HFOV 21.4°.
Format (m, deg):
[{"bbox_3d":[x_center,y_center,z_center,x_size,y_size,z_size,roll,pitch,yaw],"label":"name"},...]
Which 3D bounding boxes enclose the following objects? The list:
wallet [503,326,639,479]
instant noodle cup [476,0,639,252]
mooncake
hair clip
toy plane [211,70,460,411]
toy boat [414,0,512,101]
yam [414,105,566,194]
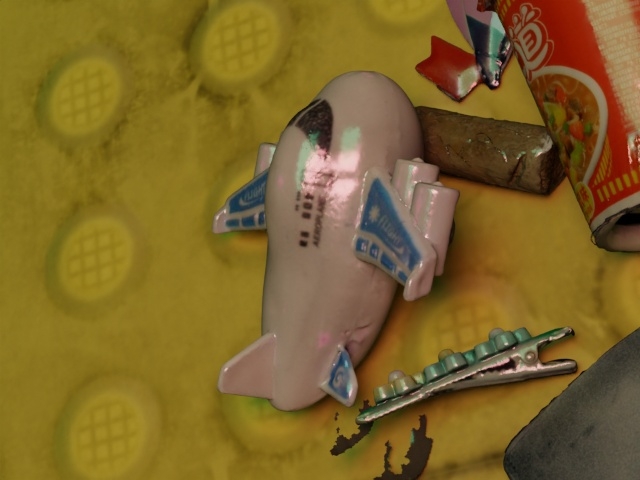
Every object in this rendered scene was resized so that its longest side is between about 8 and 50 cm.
[{"bbox_3d":[0.278,0.136,1.108,0.290,0.054,0.251,-43,38,8],"label":"wallet"},{"bbox_3d":[0.225,-0.111,1.203,0.193,0.193,0.212,-20,71,19],"label":"instant noodle cup"},{"bbox_3d":[-0.087,0.197,1.308,0.346,0.057,0.150,-3,68,27],"label":"mooncake"},{"bbox_3d":[0.105,0.097,1.247,0.172,0.049,0.049,-18,63,5],"label":"hair clip"},{"bbox_3d":[0.005,0.001,1.281,0.267,0.122,0.267,-20,64,48],"label":"toy plane"},{"bbox_3d":[0.164,-0.281,1.369,0.318,0.072,0.219,-48,60,15],"label":"toy boat"},{"bbox_3d":[0.126,-0.070,1.302,0.132,0.054,0.054,14,78,30],"label":"yam"}]
